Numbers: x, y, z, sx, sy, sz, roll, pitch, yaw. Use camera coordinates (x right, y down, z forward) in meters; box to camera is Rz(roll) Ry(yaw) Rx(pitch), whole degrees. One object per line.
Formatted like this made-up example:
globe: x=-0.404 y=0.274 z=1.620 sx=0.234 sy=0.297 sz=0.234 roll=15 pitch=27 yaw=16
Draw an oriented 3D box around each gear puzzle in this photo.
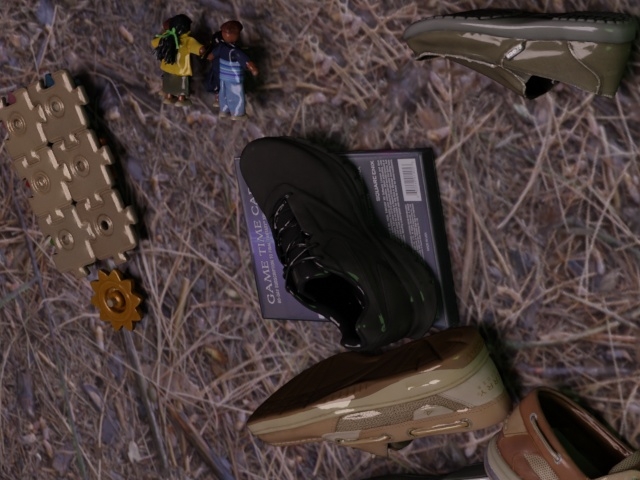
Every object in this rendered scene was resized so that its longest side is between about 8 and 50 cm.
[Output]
gear puzzle: x=-0.291 y=-0.046 z=2.266 sx=0.175 sy=0.044 sz=0.339 roll=-18 pitch=95 yaw=42

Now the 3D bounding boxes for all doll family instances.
doll family: x=-0.133 y=-0.206 z=2.050 sx=0.193 sy=0.076 sz=0.111 roll=14 pitch=110 yaw=32

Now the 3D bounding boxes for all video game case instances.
video game case: x=0.025 y=-0.003 z=2.013 sx=0.274 sy=0.026 sz=0.196 roll=1 pitch=106 yaw=42

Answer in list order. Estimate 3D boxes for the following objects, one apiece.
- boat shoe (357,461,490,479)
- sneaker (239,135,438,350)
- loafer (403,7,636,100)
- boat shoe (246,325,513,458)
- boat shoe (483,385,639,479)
boat shoe: x=0.103 y=0.306 z=1.994 sx=0.302 sy=0.114 sz=0.091 roll=-12 pitch=91 yaw=43
sneaker: x=0.000 y=0.000 z=1.931 sx=0.286 sy=0.130 sz=0.109 roll=48 pitch=132 yaw=19
loafer: x=0.188 y=-0.179 z=1.759 sx=0.251 sy=0.094 sz=0.087 roll=8 pitch=106 yaw=39
boat shoe: x=0.057 y=0.190 z=1.986 sx=0.341 sy=0.121 sz=0.110 roll=-18 pitch=110 yaw=43
boat shoe: x=0.306 y=0.266 z=1.801 sx=0.324 sy=0.123 sz=0.116 roll=35 pitch=123 yaw=24
